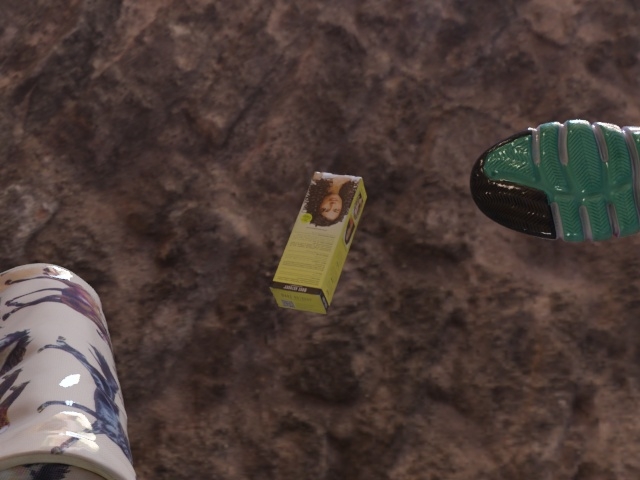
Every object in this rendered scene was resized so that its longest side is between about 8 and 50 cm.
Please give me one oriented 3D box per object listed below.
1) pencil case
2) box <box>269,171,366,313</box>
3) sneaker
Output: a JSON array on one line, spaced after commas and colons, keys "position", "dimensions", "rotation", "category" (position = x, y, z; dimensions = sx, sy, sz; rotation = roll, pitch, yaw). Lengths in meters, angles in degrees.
[{"position": [-0.279, 0.173, 0.937], "dimensions": [0.183, 0.410, 0.160], "rotation": [-34, -62, -3], "category": "pencil case"}, {"position": [0.000, 0.000, 1.557], "dimensions": [0.058, 0.087, 0.232], "rotation": [69, -147, -53], "category": "box"}, {"position": [0.218, -0.036, 0.671], "dimensions": [0.098, 0.223, 0.083], "rotation": [32, -125, -70], "category": "sneaker"}]
